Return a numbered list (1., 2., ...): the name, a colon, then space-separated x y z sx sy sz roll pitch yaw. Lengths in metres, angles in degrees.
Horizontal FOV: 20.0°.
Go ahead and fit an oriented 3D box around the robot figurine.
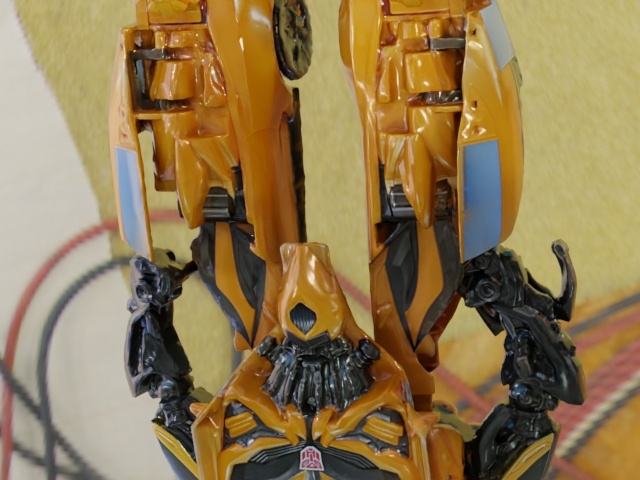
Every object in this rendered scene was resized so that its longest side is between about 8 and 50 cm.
1. robot figurine: 0.000 0.000 0.760 0.211 0.085 0.291 -1 103 20
